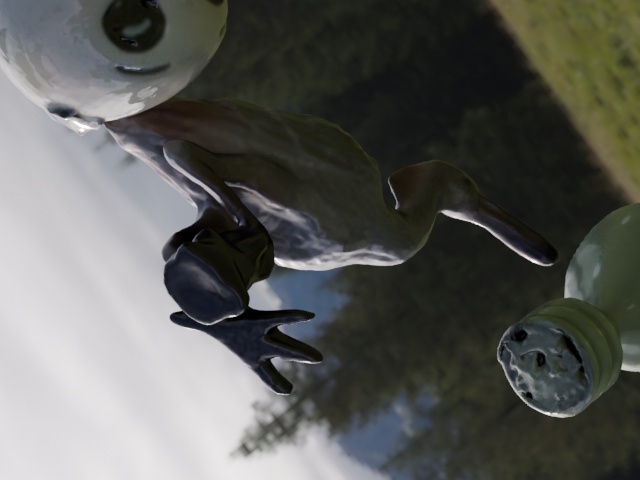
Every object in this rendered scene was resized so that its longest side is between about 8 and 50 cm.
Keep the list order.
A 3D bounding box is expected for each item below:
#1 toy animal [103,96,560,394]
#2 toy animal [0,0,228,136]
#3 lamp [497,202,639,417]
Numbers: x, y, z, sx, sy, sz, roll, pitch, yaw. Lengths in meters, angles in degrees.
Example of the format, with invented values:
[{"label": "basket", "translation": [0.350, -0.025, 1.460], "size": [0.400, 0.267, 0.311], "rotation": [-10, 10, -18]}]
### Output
[{"label": "toy animal", "translation": [-0.005, -0.019, 1.004], "size": [0.195, 0.090, 0.324], "rotation": [52, -145, 15]}, {"label": "toy animal", "translation": [-0.118, -0.157, 0.889], "size": [0.138, 0.166, 0.179], "rotation": [-23, 96, 47]}, {"label": "lamp", "translation": [0.183, 0.045, 1.018], "size": [0.106, 0.106, 0.193], "rotation": [52, -137, 6]}]
